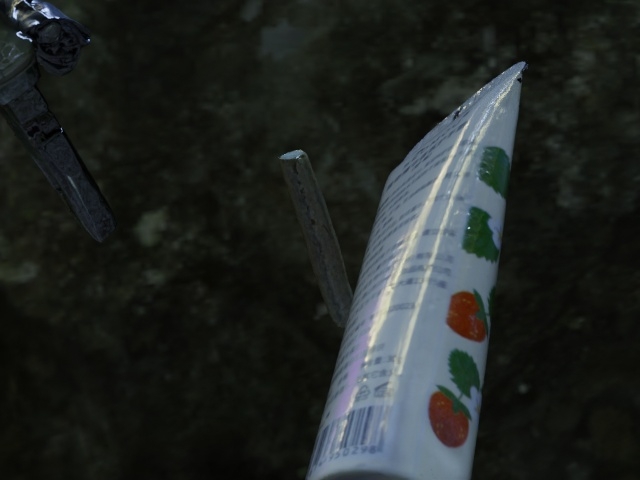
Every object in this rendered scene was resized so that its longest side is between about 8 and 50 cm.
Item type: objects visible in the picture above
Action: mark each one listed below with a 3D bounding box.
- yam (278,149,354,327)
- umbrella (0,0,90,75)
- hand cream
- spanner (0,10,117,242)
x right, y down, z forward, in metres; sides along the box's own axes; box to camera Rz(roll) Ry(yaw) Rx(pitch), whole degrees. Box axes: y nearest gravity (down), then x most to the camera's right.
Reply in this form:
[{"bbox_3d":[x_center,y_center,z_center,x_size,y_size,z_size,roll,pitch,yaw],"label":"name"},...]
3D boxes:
[{"bbox_3d":[0.000,0.000,1.007,0.021,0.021,0.116,-6,-68,36],"label":"yam"},{"bbox_3d":[-0.297,-0.211,1.461,0.224,0.080,0.071,40,-81,35],"label":"umbrella"},{"bbox_3d":[0.040,0.031,0.682,0.059,0.276,0.095,35,-49,-19],"label":"hand cream"},{"bbox_3d":[-0.204,-0.130,0.935,0.095,0.040,0.325,24,-31,59],"label":"spanner"}]
